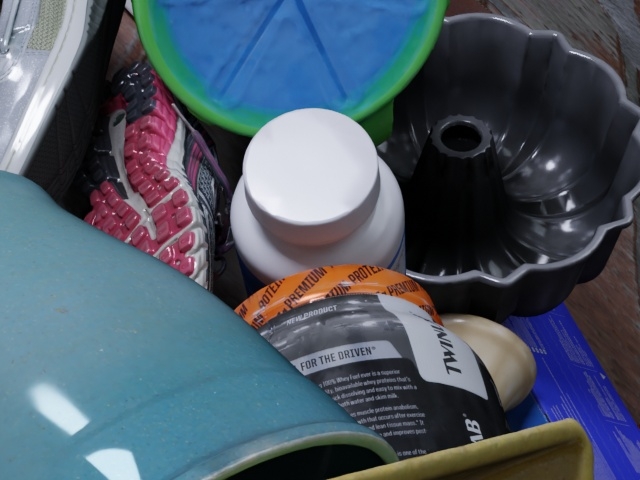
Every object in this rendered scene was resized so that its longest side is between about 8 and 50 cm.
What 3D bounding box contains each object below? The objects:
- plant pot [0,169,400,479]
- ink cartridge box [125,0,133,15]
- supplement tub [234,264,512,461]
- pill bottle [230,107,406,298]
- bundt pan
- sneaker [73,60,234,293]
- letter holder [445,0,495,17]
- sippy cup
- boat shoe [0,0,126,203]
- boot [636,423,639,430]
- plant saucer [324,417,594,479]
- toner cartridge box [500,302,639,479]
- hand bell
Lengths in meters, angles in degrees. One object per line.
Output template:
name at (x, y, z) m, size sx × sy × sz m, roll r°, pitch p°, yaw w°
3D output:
plant pot at (-0.142, 0.108, 0.773) m, size 0.255 × 0.272 × 0.271 m, roll 46°, pitch 23°, yaw 29°
ink cartridge box at (-0.092, -0.281, 1.393) m, size 0.278 × 0.201 × 0.117 m, roll 47°, pitch 26°, yaw -3°
supplement tub at (0.036, 0.191, 0.966) m, size 0.207 × 0.207 × 0.338 m, roll 26°, pitch 35°, yaw -38°
pill bottle at (0.000, 0.000, 1.108) m, size 0.221 × 0.124 × 0.124 m, roll 82°, pitch -16°, yaw -61°
bundt pan at (0.122, -0.050, 1.358) m, size 0.330 × 0.124 × 0.331 m, roll 0°, pitch 48°, yaw 0°
sneaker at (-0.107, -0.006, 1.109) m, size 0.112 × 0.121 × 0.299 m, roll 40°, pitch 29°, yaw -36°
letter holder at (0.101, -0.158, 1.585) m, size 0.301 × 0.152 × 0.214 m, roll 31°, pitch 34°, yaw -31°
sippy cup at (-0.039, -0.224, 1.189) m, size 0.240 × 0.306 × 0.224 m, roll 6°, pitch 24°, yaw -14°
boat shoe at (-0.209, -0.143, 1.106) m, size 0.103 × 0.118 × 0.320 m, roll 10°, pitch 62°, yaw 2°
boot at (0.306, 0.233, 1.452) m, size 0.059 × 0.084 × 0.158 m, roll 38°, pitch 30°, yaw -25°
plant saucer at (-0.002, 0.254, 0.672) m, size 0.332 × 0.081 × 0.333 m, roll -3°, pitch 97°, yaw -50°
toner cartridge box at (0.196, 0.136, 1.403) m, size 0.165 × 0.075 × 0.348 m, roll 16°, pitch 38°, yaw -45°
hand bell at (0.096, 0.186, 1.207) m, size 0.126 × 0.126 × 0.242 m, roll 38°, pitch 41°, yaw -20°
